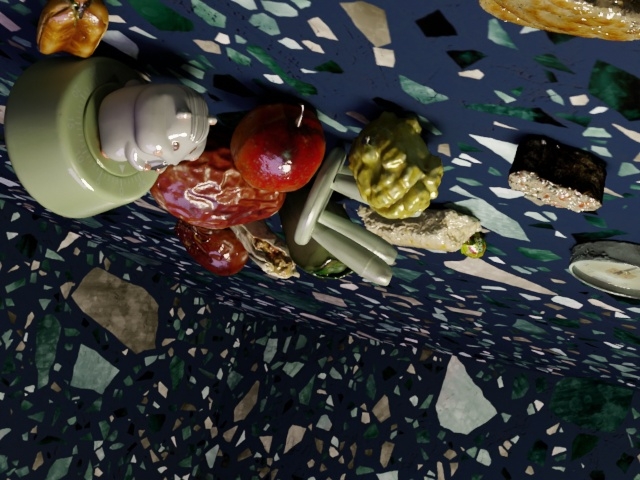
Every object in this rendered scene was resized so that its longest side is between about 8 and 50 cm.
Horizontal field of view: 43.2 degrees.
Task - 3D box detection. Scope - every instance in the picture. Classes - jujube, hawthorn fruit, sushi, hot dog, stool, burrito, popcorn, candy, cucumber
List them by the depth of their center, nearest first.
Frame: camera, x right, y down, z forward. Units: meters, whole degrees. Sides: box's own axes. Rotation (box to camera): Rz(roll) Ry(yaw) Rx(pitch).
[{"bbox_3d":[0.362,-0.095,1.236,0.150,0.078,0.090,20,166,-10],"label":"sushi"},{"bbox_3d":[-0.388,-0.339,1.262,0.100,0.068,0.249,0,179,-24],"label":"hot dog"},{"bbox_3d":[0.120,-0.122,1.304,0.142,0.174,0.173,-3,168,-7],"label":"popcorn"},{"bbox_3d":[-0.064,-0.170,1.370,0.156,0.157,0.194,22,148,-14],"label":"hawthorn fruit"},{"bbox_3d":[0.076,-0.051,1.491,0.198,0.195,0.195,22,-164,4],"label":"stool"},{"bbox_3d":[-0.208,-0.124,1.628,0.290,0.197,0.197,12,171,-33],"label":"jujube"},{"bbox_3d":[0.001,0.002,1.686,0.145,0.105,0.325,22,-159,-23],"label":"cucumber"},{"bbox_3d":[-0.179,-0.051,1.780,0.392,0.076,0.117,48,-170,36],"label":"burrito"},{"bbox_3d":[0.309,0.010,1.790,0.058,0.062,0.194,-24,-175,-13],"label":"candy"},{"bbox_3d":[-0.311,0.000,2.327,0.236,0.168,0.168,34,167,5],"label":"jujube"}]

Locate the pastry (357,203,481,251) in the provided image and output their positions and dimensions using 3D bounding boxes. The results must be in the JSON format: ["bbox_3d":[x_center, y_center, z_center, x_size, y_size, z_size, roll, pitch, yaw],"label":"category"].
[{"bbox_3d":[0.208,-0.027,1.690,0.258,0.089,0.121,10,177,41],"label":"pastry"}]

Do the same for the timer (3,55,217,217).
[{"bbox_3d":[-0.326,-0.191,1.389,0.315,0.291,0.290,-3,157,30],"label":"timer"}]

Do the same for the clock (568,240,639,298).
[{"bbox_3d":[0.606,0.061,1.596,0.225,0.049,0.226,17,167,4],"label":"clock"}]

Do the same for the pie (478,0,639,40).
[{"bbox_3d":[0.240,-0.249,0.809,0.193,0.079,0.163,19,176,-5],"label":"pie"}]
